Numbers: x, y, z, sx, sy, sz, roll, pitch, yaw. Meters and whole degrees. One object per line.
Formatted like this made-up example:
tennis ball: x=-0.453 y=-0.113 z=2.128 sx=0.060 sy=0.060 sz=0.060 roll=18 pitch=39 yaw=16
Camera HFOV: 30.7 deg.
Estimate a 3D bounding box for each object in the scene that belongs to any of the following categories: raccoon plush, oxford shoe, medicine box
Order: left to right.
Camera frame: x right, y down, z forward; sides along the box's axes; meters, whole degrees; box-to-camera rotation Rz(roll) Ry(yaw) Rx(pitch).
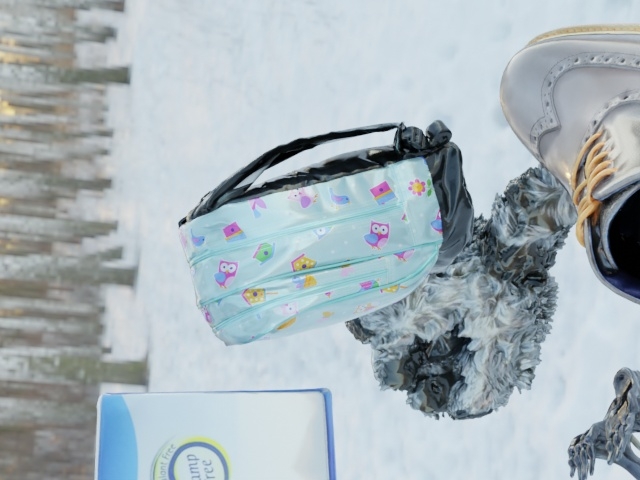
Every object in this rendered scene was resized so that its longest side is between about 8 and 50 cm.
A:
medicine box: x=-0.061 y=0.272 z=0.756 sx=0.289 sy=0.149 sz=0.264 roll=94 pitch=174 yaw=-59
raccoon plush: x=0.214 y=0.032 z=1.441 sx=0.446 sy=0.216 sz=0.299 roll=-38 pitch=11 yaw=15
oxford shoe: x=0.194 y=-0.043 z=0.677 sx=0.363 sy=0.132 sz=0.130 roll=-136 pitch=45 yaw=-54

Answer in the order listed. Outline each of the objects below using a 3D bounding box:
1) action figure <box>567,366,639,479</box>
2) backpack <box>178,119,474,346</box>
action figure: x=0.330 y=0.207 z=0.889 sx=0.164 sy=0.275 sz=0.141 roll=116 pitch=176 yaw=-58
backpack: x=0.000 y=0.000 z=0.775 sx=0.152 sy=0.182 sz=0.115 roll=129 pitch=123 yaw=-68
